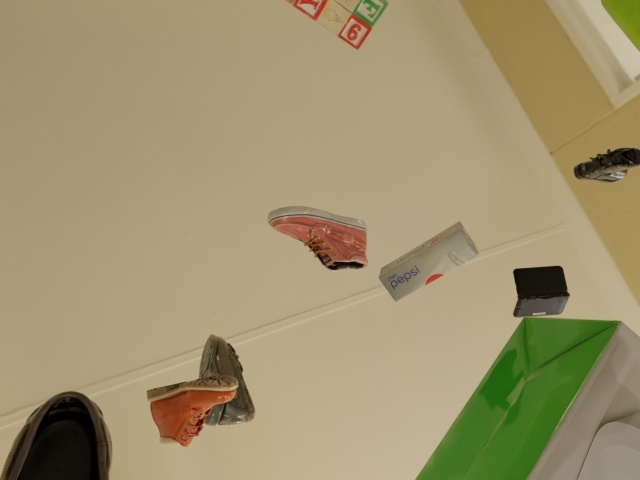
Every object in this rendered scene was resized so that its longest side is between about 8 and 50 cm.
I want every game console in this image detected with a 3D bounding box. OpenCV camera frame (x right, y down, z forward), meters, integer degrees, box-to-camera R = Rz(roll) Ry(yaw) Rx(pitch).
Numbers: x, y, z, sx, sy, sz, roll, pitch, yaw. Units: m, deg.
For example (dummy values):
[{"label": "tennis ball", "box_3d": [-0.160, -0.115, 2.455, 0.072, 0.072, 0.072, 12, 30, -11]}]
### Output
[{"label": "game console", "box_3d": [0.528, 0.126, 1.114, 0.122, 0.107, 0.071, -4, -139, 0]}]

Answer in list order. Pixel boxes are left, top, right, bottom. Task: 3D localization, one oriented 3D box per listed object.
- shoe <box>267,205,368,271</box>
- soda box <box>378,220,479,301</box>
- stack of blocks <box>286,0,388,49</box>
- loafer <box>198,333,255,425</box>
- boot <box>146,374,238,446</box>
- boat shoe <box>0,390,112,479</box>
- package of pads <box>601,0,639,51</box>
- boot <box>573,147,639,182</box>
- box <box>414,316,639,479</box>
[{"label": "shoe", "box_3d": [0.000, 0.000, 0.744, 0.178, 0.063, 0.081, 9, -117, -25]}, {"label": "soda box", "box_3d": [0.319, 0.066, 1.370, 0.098, 0.286, 0.091, 55, -160, -7]}, {"label": "stack of blocks", "box_3d": [0.017, -0.475, 0.821, 0.171, 0.087, 0.297, 26, -143, -20]}, {"label": "loafer", "box_3d": [-0.186, 0.272, 0.894, 0.084, 0.267, 0.096, 18, -80, -19]}, {"label": "boot", "box_3d": [-0.166, 0.228, 0.613, 0.059, 0.158, 0.084, 10, -117, -55]}, {"label": "boat shoe", "box_3d": [-0.254, 0.305, 0.407, 0.132, 0.130, 0.355, 0, -132, -26]}, {"label": "package of pads", "box_3d": [0.384, -0.170, 0.410, 0.296, 0.101, 0.229, 44, -134, -8]}, {"label": "boot", "box_3d": [0.534, -0.137, 0.821, 0.121, 0.099, 0.045, -3, -98, -15]}, {"label": "box", "box_3d": [0.216, 0.236, 0.377, 0.231, 0.127, 0.262, 41, -103, -3]}]
